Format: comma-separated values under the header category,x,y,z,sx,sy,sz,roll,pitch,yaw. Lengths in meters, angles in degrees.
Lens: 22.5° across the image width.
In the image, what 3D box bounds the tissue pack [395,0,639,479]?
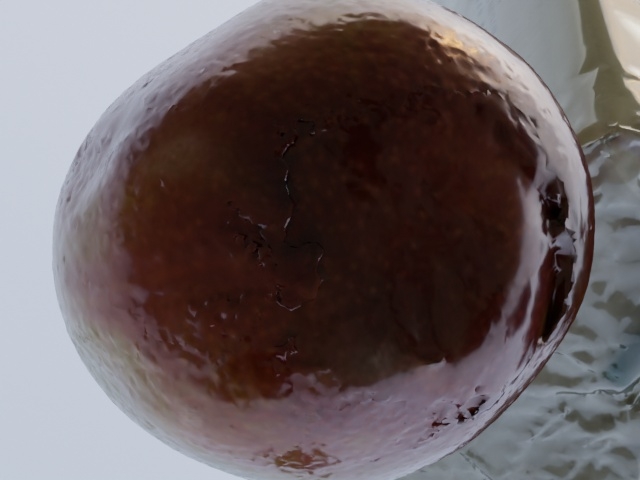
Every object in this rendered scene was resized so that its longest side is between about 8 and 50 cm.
category,x,y,z,sx,sy,sz,roll,pitch,yaw
tissue pack,0.157,-0.030,0.994,0.207,0.297,0.380,20,-147,-14

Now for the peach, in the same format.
category,x,y,z,sx,sy,sz,roll,pitch,yaw
peach,0.000,0.000,0.686,0.231,0.231,0.231,-1,-119,2
